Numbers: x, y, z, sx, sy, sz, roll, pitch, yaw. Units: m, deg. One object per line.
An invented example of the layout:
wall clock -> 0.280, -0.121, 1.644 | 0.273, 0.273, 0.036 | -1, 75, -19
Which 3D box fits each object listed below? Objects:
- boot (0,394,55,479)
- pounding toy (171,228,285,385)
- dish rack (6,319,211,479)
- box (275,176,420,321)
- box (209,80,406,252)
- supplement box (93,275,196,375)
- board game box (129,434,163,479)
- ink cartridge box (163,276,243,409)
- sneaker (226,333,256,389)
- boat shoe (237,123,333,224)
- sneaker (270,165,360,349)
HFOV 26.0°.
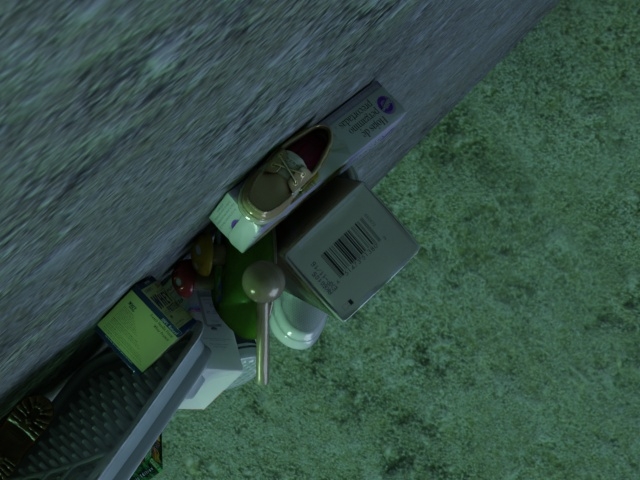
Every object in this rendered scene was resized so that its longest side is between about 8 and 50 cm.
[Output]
boot -> -0.399, 0.262, 1.774 | 0.158, 0.059, 0.084 | -44, -178, -5
pounding toy -> -0.125, 0.049, 1.768 | 0.237, 0.110, 0.183 | -112, -151, -57
dish rack -> -0.282, 0.252, 1.756 | 0.286, 0.072, 0.333 | -21, -154, 43
box -> 0.000, 0.000, 1.865 | 0.148, 0.121, 0.311 | -44, -165, -9
box -> -0.011, -0.098, 1.756 | 0.324, 0.063, 0.067 | -40, 176, -41
supplement box -> -0.215, 0.104, 1.702 | 0.083, 0.083, 0.056 | -45, 178, 18
board game box -> -0.270, 0.272, 1.839 | 0.136, 0.030, 0.259 | -39, -161, 6
ink cartridge box -> -0.181, 0.118, 1.897 | 0.067, 0.198, 0.115 | 7, 142, -36
sneaker -> -0.240, 0.172, 2.105 | 0.321, 0.127, 0.126 | -3, 143, -45
boat shoe -> -0.039, -0.086, 1.648 | 0.170, 0.063, 0.059 | -53, -179, -41
sneaker -> -0.009, 0.009, 2.136 | 0.169, 0.108, 0.292 | 124, -24, -58
